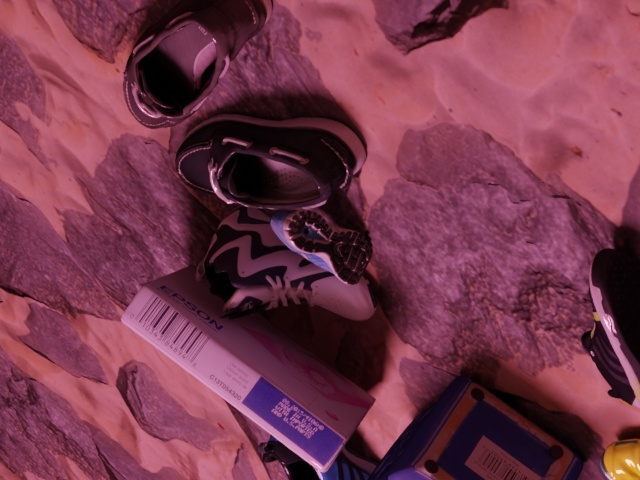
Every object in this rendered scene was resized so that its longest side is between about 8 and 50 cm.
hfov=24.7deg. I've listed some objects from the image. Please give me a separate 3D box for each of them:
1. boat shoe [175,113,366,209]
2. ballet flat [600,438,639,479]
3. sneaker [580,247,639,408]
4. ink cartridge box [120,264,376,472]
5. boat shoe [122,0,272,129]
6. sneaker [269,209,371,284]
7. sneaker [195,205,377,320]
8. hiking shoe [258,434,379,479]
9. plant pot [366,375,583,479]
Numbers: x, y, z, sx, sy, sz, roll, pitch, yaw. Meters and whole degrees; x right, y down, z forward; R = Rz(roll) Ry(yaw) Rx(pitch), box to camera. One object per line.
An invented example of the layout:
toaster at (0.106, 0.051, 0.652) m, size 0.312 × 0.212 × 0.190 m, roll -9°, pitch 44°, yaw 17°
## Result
boat shoe at (-0.085, -0.091, 1.790) m, size 0.303 × 0.091 × 0.114 m, roll -6°, pitch 125°, yaw 46°
ballet flat at (0.439, 0.331, 1.795) m, size 0.231 × 0.077 × 0.077 m, roll 48°, pitch 130°, yaw -9°
sneaker at (0.327, 0.110, 1.639) m, size 0.097 × 0.084 × 0.234 m, roll 4°, pitch 132°, yaw 42°
ink cartridge box at (-0.080, 0.154, 1.965) m, size 0.324 × 0.330 × 0.071 m, roll 36°, pitch 101°, yaw 5°
boat shoe at (-0.173, -0.209, 1.737) m, size 0.112 × 0.095 × 0.335 m, roll 45°, pitch 145°, yaw -7°
sneaker at (0.000, 0.000, 1.821) m, size 0.073 × 0.063 × 0.162 m, roll 20°, pitch 167°, yaw 49°
sneaker at (-0.056, 0.067, 1.885) m, size 0.235 × 0.153 × 0.094 m, roll 35°, pitch 146°, yaw 7°
hiking shoe at (0.021, 0.365, 2.159) m, size 0.113 × 0.132 × 0.304 m, roll -16°, pitch 120°, yaw 50°
plant pot at (0.190, 0.334, 1.894) m, size 0.236 × 0.236 × 0.212 m, roll 36°, pitch 139°, yaw 7°
